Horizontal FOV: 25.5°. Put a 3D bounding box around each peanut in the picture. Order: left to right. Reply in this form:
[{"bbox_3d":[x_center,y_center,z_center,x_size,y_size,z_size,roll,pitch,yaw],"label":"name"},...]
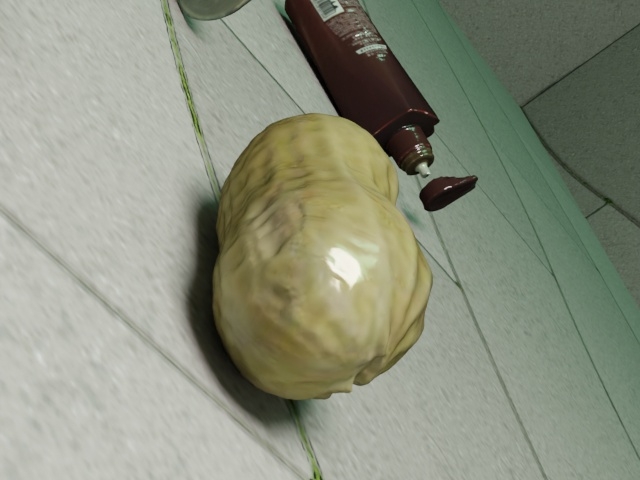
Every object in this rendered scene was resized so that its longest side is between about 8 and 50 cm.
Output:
[{"bbox_3d":[0.000,0.000,0.646,0.098,0.090,0.214,11,25,-9],"label":"peanut"}]

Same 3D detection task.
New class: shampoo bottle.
[{"bbox_3d":[0.048,-0.126,1.197,0.236,0.068,0.067,61,12,24],"label":"shampoo bottle"}]

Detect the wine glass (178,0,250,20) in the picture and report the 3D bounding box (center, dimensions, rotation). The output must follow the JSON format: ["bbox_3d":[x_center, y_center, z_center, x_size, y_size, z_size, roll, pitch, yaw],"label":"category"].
[{"bbox_3d":[-0.110,-0.217,0.841,0.195,0.079,0.079,41,19,-47],"label":"wine glass"}]
